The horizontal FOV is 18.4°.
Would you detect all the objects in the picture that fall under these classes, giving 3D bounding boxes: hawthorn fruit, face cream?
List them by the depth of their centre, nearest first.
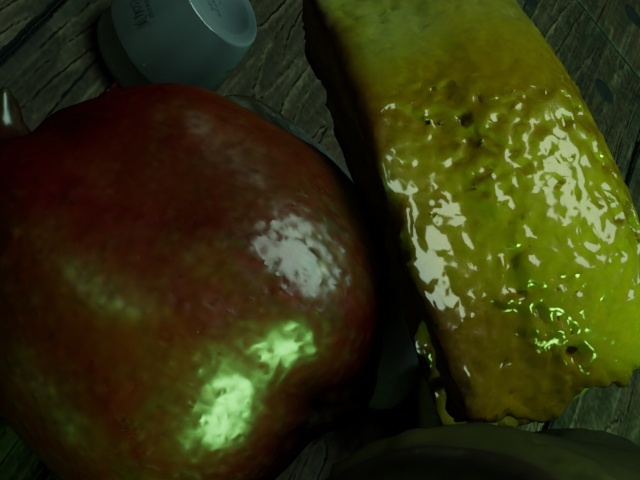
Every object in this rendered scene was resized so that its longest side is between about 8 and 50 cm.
[{"bbox_3d":[-0.103,0.043,1.321,0.311,0.295,0.295,18,44,-17],"label":"hawthorn fruit"},{"bbox_3d":[-0.120,-0.174,1.658,0.117,0.104,0.117,36,36,-33],"label":"face cream"}]

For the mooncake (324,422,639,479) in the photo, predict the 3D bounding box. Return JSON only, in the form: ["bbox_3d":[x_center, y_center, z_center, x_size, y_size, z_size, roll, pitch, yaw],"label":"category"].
[{"bbox_3d":[0.112,0.312,1.235,0.393,0.394,0.246,38,15,36],"label":"mooncake"}]

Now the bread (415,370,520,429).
[{"bbox_3d":[0.139,0.131,1.717,0.173,0.085,0.134,-60,154,-54],"label":"bread"}]

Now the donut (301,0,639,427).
[{"bbox_3d":[0.113,-0.039,1.448,0.435,0.163,0.377,104,-34,-89],"label":"donut"}]

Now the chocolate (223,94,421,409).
[{"bbox_3d":[0.000,0.000,1.683,0.303,0.100,0.185,47,28,-21],"label":"chocolate"}]
